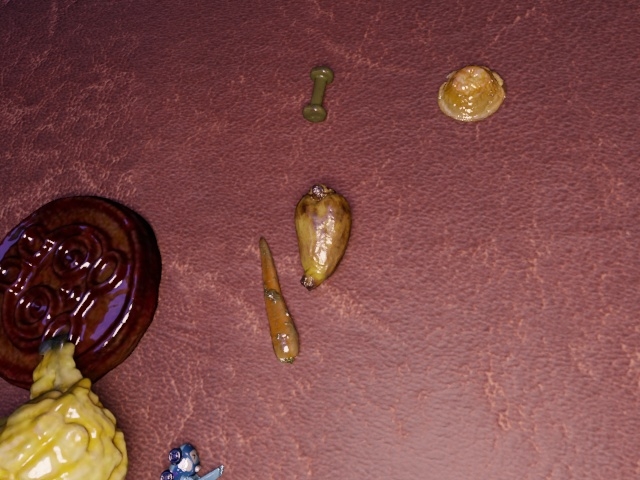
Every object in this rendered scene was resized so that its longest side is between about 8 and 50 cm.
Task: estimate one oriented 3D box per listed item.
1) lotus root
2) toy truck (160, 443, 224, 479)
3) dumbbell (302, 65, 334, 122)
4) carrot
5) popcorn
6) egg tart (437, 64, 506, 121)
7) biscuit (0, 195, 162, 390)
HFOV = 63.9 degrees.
[{"bbox_3d":[0.000,0.000,0.921,0.108,0.094,0.191,-5,74,37],"label":"lotus root"},{"bbox_3d":[-0.209,0.380,0.846,0.090,0.056,0.073,17,78,7],"label":"toy truck"},{"bbox_3d":[-0.005,-0.304,1.065,0.052,0.046,0.118,1,69,22],"label":"dumbbell"},{"bbox_3d":[-0.083,0.101,0.930,0.049,0.049,0.255,-21,60,7],"label":"carrot"},{"bbox_3d":[-0.443,0.349,0.810,0.292,0.237,0.293,-19,29,11],"label":"popcorn"},{"bbox_3d":[0.287,-0.287,0.976,0.128,0.049,0.129,-5,69,14],"label":"egg tart"},{"bbox_3d":[-0.513,0.092,1.024,0.407,0.091,0.408,-6,67,14],"label":"biscuit"}]
